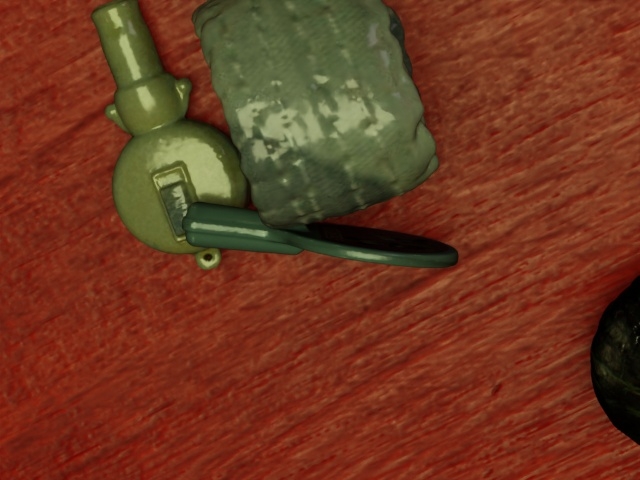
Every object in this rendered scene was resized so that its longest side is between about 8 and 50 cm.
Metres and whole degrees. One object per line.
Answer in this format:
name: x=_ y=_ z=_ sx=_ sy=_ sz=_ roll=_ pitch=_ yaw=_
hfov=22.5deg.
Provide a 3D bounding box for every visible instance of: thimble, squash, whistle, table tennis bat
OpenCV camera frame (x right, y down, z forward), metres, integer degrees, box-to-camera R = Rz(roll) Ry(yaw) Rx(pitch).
thimble: x=-0.001 y=-0.134 z=1.365 sx=0.172 sy=0.250 sz=0.205 roll=-19 pitch=134 yaw=3
squash: x=0.334 y=0.101 z=1.414 sx=0.193 sy=0.156 sz=0.193 roll=-4 pitch=107 yaw=-15
whistle: x=-0.143 y=-0.094 z=1.461 sx=0.126 sy=0.067 sz=0.258 roll=-19 pitch=96 yaw=6
table tennis bat: x=0.000 y=0.000 z=1.416 sx=0.244 sy=0.153 sz=0.040 roll=8 pitch=97 yaw=-2
